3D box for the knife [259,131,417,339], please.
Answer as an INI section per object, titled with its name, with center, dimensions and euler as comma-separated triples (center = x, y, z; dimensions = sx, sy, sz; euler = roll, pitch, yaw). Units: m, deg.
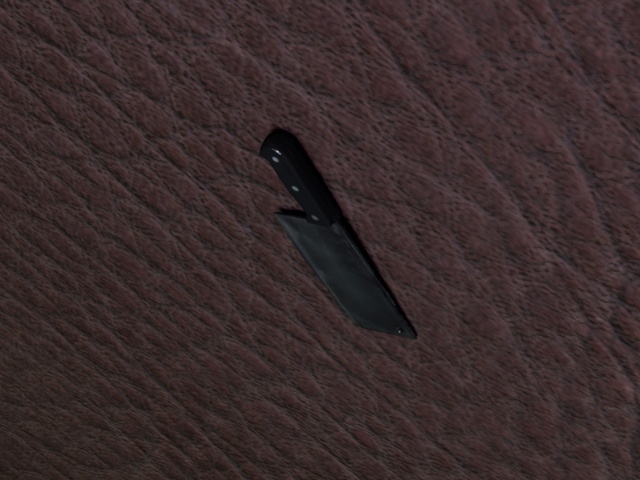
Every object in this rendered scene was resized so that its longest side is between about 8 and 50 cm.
[knife]
center = 0.000, 0.000, 1.484
dimensions = 0.072, 0.019, 0.245
euler = 10, 147, 37
